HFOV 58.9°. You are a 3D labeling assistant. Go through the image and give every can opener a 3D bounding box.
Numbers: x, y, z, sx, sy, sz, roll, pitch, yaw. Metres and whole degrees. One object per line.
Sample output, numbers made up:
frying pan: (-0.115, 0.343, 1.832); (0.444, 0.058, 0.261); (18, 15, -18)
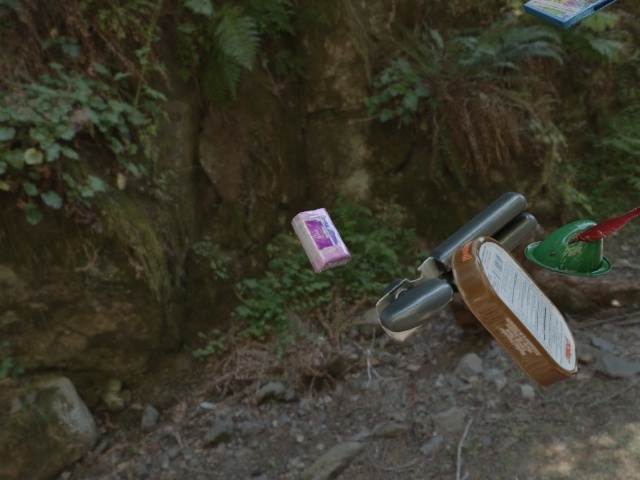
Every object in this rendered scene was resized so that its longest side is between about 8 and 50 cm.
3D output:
can opener: (0.193, 0.040, 0.779); (0.280, 0.074, 0.093); (-39, 22, -14)

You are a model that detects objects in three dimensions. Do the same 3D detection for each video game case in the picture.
video game case: (0.396, -0.364, 0.813); (0.166, 0.015, 0.119); (-28, 35, 7)

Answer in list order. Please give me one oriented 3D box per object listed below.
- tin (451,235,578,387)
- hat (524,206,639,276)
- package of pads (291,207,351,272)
tin: (0.216, 0.077, 0.620); (0.040, 0.189, 0.106); (-34, 14, 40)
hat: (0.570, -0.037, 1.238); (0.209, 0.183, 0.173); (9, 26, 16)
package of pads: (0.000, 0.000, 0.761); (0.050, 0.083, 0.032); (-14, -22, -38)
